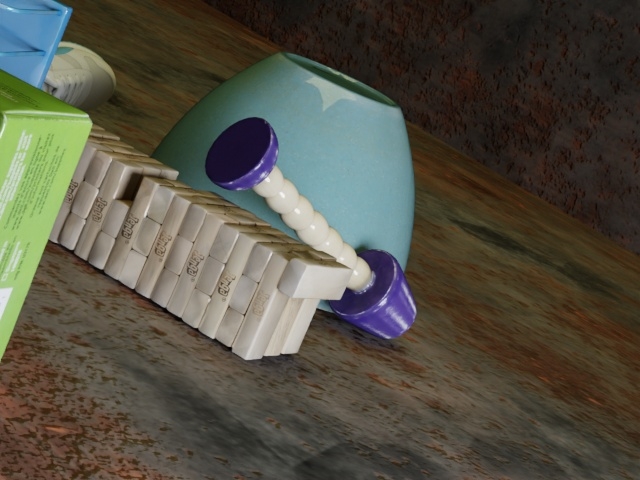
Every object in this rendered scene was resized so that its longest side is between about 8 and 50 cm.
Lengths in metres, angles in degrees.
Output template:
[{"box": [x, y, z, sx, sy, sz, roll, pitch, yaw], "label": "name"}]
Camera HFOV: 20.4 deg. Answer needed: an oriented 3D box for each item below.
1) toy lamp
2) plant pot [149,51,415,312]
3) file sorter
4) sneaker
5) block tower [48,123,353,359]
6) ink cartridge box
[{"box": [0.000, 0.000, 1.595, 0.274, 0.080, 0.080, 45, -4, -40], "label": "toy lamp"}, {"box": [-0.021, -0.074, 1.781, 0.290, 0.195, 0.290, 24, 11, -5], "label": "plant pot"}, {"box": [-0.318, -0.150, 1.551, 0.118, 0.170, 0.104, 28, 15, 14], "label": "file sorter"}, {"box": [-0.303, -0.164, 1.907, 0.228, 0.087, 0.092, 0, 33, -50], "label": "sneaker"}, {"box": [-0.143, -0.012, 1.489, 0.335, 0.097, 0.091, 28, 11, 24], "label": "block tower"}, {"box": [-0.286, -0.039, 1.030, 0.255, 0.189, 0.097, 27, 12, 20], "label": "ink cartridge box"}]
